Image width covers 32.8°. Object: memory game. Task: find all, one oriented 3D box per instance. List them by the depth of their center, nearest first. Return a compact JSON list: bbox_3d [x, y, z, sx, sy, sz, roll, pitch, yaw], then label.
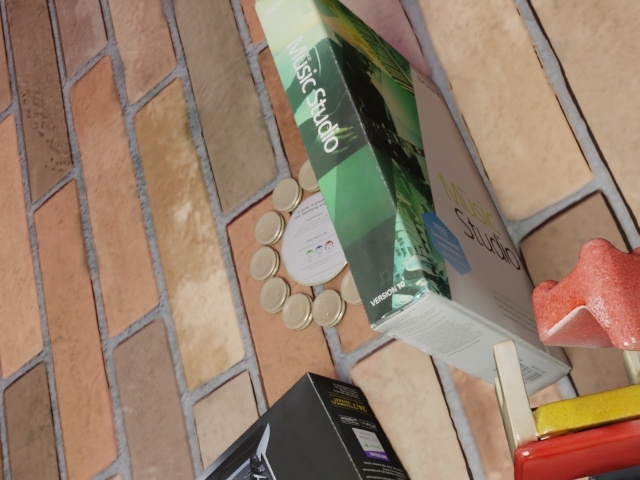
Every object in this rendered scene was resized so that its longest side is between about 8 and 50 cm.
[{"bbox_3d":[0.000,0.000,1.073,0.186,0.012,0.186,-16,64,37],"label":"memory game"}]

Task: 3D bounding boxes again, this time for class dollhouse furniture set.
[{"bbox_3d":[0.286,0.065,0.566,0.374,0.201,0.152,-14,58,2],"label":"dollhouse furniture set"}]

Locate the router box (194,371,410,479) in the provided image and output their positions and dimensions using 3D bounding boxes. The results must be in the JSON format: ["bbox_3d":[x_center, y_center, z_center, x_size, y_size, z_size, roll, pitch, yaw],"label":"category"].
[{"bbox_3d":[-0.041,0.306,0.946,0.309,0.081,0.243,-45,50,19],"label":"router box"}]

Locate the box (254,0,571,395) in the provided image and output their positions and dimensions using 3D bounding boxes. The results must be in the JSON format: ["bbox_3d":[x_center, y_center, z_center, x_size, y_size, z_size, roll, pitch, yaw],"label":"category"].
[{"bbox_3d":[0.073,-0.045,0.875,0.058,0.232,0.322,-35,54,21],"label":"box"}]

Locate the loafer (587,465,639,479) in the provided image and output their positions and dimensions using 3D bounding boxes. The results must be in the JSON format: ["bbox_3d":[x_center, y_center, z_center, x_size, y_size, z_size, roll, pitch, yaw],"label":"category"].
[{"bbox_3d":[0.223,0.257,0.724,0.109,0.095,0.302,-16,64,36],"label":"loafer"}]
